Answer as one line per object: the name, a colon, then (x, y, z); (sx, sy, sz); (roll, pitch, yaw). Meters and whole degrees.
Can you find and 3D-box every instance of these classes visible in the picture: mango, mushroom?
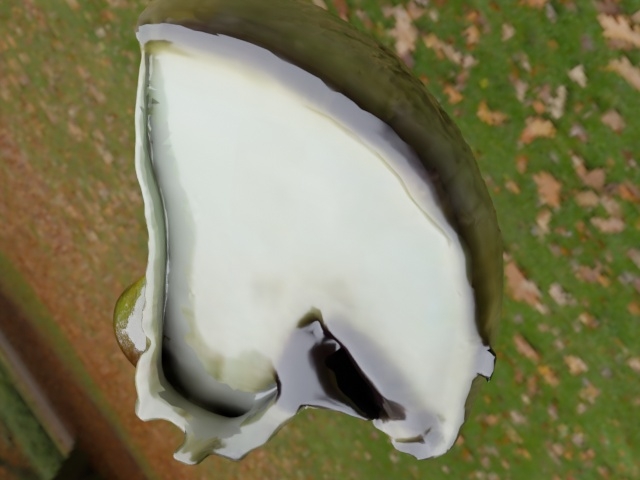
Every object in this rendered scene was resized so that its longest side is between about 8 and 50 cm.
mango: (-0.184, 0.101, 1.441); (0.133, 0.111, 0.267); (46, 157, 14)
mushroom: (0.009, -0.003, 0.730); (0.217, 0.212, 0.292); (13, 114, 8)
